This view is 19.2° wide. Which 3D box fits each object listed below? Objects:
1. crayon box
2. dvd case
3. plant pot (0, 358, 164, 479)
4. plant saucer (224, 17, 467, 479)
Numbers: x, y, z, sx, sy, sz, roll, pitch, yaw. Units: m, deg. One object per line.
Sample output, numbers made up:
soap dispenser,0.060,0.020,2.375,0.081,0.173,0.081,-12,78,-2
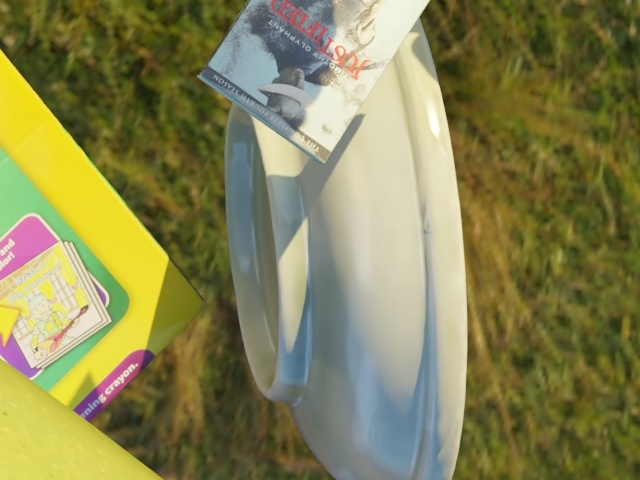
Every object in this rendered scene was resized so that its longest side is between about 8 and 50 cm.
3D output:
crayon box,-0.305,0.056,1.300,0.363,0.106,0.313,-44,128,-10
dvd case,-0.001,-0.115,1.050,0.087,0.013,0.119,35,83,-13
plant pot,-0.159,0.101,0.441,0.293,0.275,0.275,19,125,-8
plant saucer,0.000,0.000,1.291,0.100,0.400,0.400,-6,124,-10
